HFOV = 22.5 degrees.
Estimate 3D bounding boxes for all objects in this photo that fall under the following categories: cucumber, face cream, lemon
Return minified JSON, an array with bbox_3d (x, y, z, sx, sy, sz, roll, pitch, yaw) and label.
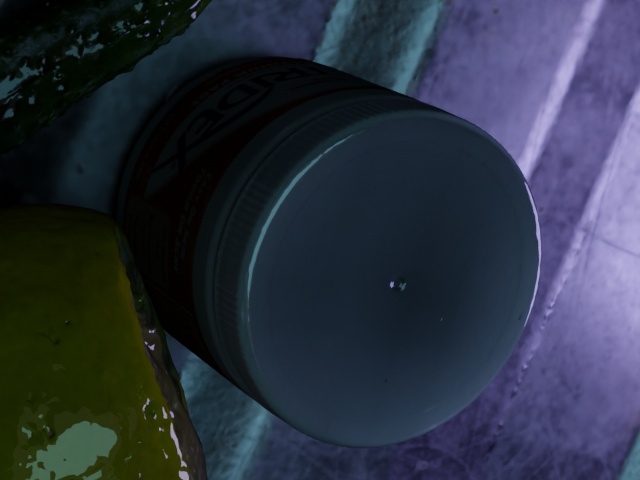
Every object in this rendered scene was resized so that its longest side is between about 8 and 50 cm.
[{"bbox_3d":[-0.146,-0.108,0.920,0.227,0.069,0.069,-33,119,-19],"label":"cucumber"},{"bbox_3d":[0.000,0.000,0.963,0.201,0.187,0.201,-9,110,-27],"label":"face cream"},{"bbox_3d":[-0.180,0.107,0.872,0.219,0.240,0.240,-18,115,-1],"label":"lemon"}]
